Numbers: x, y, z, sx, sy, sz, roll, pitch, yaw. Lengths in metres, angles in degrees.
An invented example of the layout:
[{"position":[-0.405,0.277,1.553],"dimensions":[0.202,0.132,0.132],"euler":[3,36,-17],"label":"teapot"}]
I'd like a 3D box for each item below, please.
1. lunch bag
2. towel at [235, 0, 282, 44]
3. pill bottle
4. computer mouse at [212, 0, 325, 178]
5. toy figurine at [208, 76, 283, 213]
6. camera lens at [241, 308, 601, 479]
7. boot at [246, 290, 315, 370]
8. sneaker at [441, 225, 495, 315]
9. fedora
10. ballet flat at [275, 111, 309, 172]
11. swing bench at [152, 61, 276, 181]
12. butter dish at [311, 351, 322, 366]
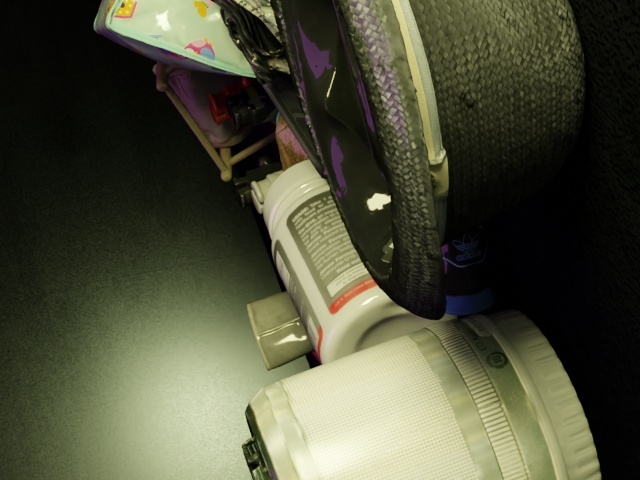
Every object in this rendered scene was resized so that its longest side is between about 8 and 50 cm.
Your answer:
[{"position":[-0.132,-0.285,1.402],"dimensions":[0.223,0.262,0.160],"euler":[-145,71,-72],"label":"lunch bag"},{"position":[-0.024,-0.204,1.100],"dimensions":[0.312,0.056,0.324],"euler":[45,-173,-29],"label":"towel"},{"position":[0.036,0.033,1.336],"dimensions":[0.283,0.161,0.161],"euler":[-117,11,-48],"label":"pill bottle"},{"position":[-0.024,-0.175,1.261],"dimensions":[0.272,0.072,0.188],"euler":[55,-177,-47],"label":"computer mouse"},{"position":[-0.061,-0.150,1.682],"dimensions":[0.209,0.148,0.213],"euler":[-162,55,-73],"label":"toy figurine"},{"position":[0.080,0.198,1.007],"dimensions":[0.219,0.274,0.219],"euler":[160,90,-82],"label":"camera lens"},{"position":[0.024,0.114,1.438],"dimensions":[0.076,0.208,0.190],"euler":[78,170,-46],"label":"boot"},{"position":[0.103,-0.016,1.091],"dimensions":[0.232,0.081,0.091],"euler":[-133,31,-60],"label":"sneaker"},{"position":[0.072,-0.121,0.737],"dimensions":[0.334,0.152,0.334],"euler":[161,90,-82],"label":"fedora"},{"position":[0.020,-0.041,1.566],"dimensions":[0.124,0.116,0.342],"euler":[37,146,41],"label":"ballet flat"},{"position":[-0.177,-0.286,1.871],"dimensions":[0.255,0.165,0.253],"euler":[63,-177,41],"label":"swing bench"},{"position":[0.033,0.156,1.620],"dimensions":[0.160,0.118,0.160],"euler":[35,-178,-23],"label":"butter dish"}]
